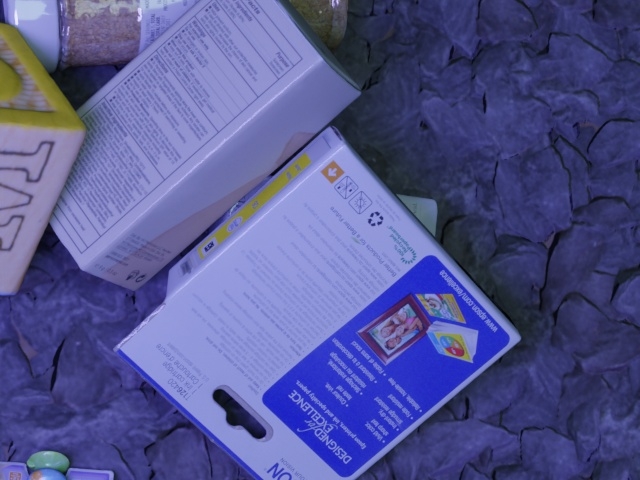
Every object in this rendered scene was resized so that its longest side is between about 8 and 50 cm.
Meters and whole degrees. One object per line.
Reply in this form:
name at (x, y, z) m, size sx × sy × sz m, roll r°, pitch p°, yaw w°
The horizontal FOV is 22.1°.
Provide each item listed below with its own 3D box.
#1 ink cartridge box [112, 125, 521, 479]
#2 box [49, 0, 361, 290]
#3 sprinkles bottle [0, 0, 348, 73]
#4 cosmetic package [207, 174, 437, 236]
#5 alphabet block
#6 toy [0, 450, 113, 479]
ink cartridge box at (-0.002, 0.092, 1.679) m, size 0.307 × 0.072 × 0.303 m, roll -40°, pitch 116°, yaw 8°
box at (-0.130, -0.109, 1.613) m, size 0.311 × 0.121 × 0.148 m, roll -39°, pitch 67°, yaw 8°
sprinkles bottle at (-0.154, -0.241, 1.702) m, size 0.355 × 0.121 × 0.121 m, roll -6°, pitch 86°, yaw -17°
cosmetic package at (0.000, 0.000, 1.742) m, size 0.231 × 0.085 × 0.117 m, roll 7°, pitch 83°, yaw -17°
alphabet block at (-0.364, -0.082, 1.525) m, size 0.193 × 0.192 × 0.197 m, roll 1°, pitch 128°, yaw -41°
toy at (-0.269, 0.298, 1.573) m, size 0.137 × 0.056 × 0.237 m, roll 6°, pitch 41°, yaw -10°
